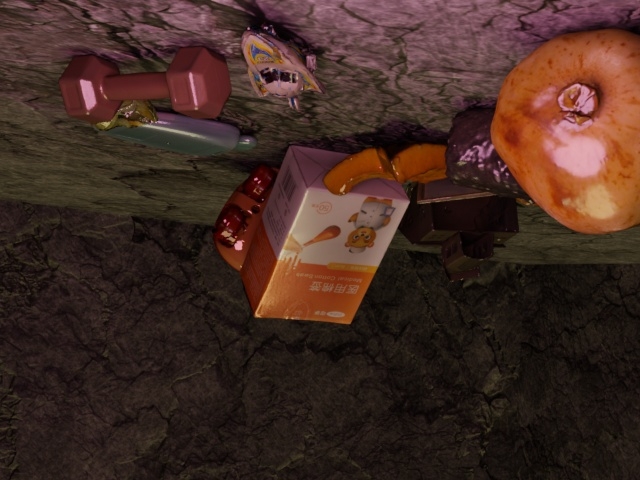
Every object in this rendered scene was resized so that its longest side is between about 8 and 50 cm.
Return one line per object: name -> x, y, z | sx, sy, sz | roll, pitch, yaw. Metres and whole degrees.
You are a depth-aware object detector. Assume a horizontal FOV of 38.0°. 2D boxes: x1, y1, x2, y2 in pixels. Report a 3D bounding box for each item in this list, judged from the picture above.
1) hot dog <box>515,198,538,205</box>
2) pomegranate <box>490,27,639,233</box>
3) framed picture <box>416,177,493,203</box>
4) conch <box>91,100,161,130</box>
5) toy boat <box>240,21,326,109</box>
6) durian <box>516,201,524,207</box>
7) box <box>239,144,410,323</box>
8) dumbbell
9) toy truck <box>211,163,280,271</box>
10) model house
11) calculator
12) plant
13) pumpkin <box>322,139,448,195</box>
hot dog -> 0.482, -0.103, 1.773 | 0.249, 0.068, 0.100 | 4, 163, -19
pomegranate -> 0.282, -0.111, 0.957 | 0.215, 0.215, 0.215 | 4, 175, 0
framed picture -> 0.277, -0.105, 1.689 | 0.201, 0.010, 0.136 | -7, -157, 11
conch -> -0.289, -0.190, 1.371 | 0.089, 0.074, 0.121 | 15, 180, 44
toy boat -> -0.052, -0.203, 1.048 | 0.084, 0.066, 0.210 | 2, 174, 12
durian -> 0.350, -0.088, 2.065 | 0.215, 0.086, 0.100 | 10, 159, -32
box -> 0.000, 0.000, 1.831 | 0.225, 0.341, 0.143 | 7, -142, -24
dumbbell -> -0.227, -0.197, 1.186 | 0.231, 0.092, 0.082 | 3, -157, 27
toy truck -> -0.132, -0.041, 2.065 | 0.189, 0.265, 0.239 | 36, 162, -12
model house -> 0.275, -0.015, 1.956 | 0.211, 0.204, 0.243 | 3, 162, -14
calculator -> -0.247, -0.185, 1.606 | 0.299, 0.041, 0.185 | 9, 174, -30
plant -> 0.281, -0.124, 1.319 | 0.194, 0.129, 0.132 | 6, 176, 21
pumpkin -> 0.187, -0.125, 1.610 | 0.290, 0.095, 0.258 | -1, -179, -25
